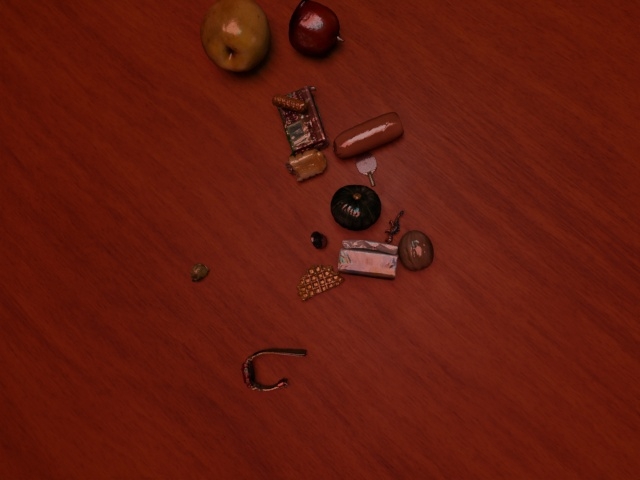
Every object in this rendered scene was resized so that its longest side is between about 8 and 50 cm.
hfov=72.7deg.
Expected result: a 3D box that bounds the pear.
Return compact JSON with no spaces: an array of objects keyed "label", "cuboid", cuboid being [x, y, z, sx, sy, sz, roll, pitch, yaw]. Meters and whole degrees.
[{"label":"pear","cuboid":[-0.363,-0.882,1.859,0.315,0.314,0.313,-1,85,9]}]

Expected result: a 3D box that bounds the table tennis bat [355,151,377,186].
[{"label":"table tennis bat","cuboid":[0.204,-0.306,1.863,0.087,0.013,0.156,-18,81,5]}]

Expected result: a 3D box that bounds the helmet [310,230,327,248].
[{"label":"helmet","cuboid":[0.000,-0.001,1.848,0.065,0.049,0.084,-57,48,32]}]

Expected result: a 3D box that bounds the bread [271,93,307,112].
[{"label":"bread","cuboid":[-0.129,-0.574,1.822,0.157,0.044,0.052,19,98,13]}]

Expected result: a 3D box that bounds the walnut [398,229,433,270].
[{"label":"walnut","cuboid":[0.381,0.042,1.743,0.140,0.140,0.162,-6,71,8]}]

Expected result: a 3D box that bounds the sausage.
[{"label":"sausage","cuboid":[0.194,-0.435,1.820,0.305,0.121,0.121,-22,82,6]}]

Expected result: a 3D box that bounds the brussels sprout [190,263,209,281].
[{"label":"brussels sprout","cuboid":[-0.542,0.144,1.917,0.085,0.058,0.085,3,97,21]}]

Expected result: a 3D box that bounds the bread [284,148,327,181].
[{"label":"bread","cuboid":[-0.060,-0.323,1.860,0.177,0.084,0.119,-18,119,5]}]

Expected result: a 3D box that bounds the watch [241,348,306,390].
[{"label":"watch","cuboid":[-0.193,0.539,1.817,0.269,0.102,0.164,-1,92,0]}]

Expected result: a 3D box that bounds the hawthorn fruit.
[{"label":"hawthorn fruit","cuboid":[-0.014,-0.894,1.855,0.250,0.215,0.215,15,87,-3]}]

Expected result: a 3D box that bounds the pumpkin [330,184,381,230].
[{"label":"pumpkin","cuboid":[0.145,-0.135,1.785,0.212,0.152,0.211,5,54,-7]}]

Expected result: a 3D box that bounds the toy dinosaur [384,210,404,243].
[{"label":"toy dinosaur","cuboid":[0.305,-0.056,1.804,0.055,0.049,0.154,27,95,13]}]

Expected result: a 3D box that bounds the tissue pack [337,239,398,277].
[{"label":"tissue pack","cuboid":[0.195,0.074,1.758,0.230,0.159,0.145,7,82,9]}]

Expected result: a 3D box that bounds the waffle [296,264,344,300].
[{"label":"waffle","cuboid":[-0.010,0.187,1.834,0.161,0.046,0.191,34,91,11]}]

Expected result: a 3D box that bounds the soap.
[{"label":"soap","cuboid":[-0.083,-0.508,1.881,0.218,0.098,0.273,-19,82,7]}]
